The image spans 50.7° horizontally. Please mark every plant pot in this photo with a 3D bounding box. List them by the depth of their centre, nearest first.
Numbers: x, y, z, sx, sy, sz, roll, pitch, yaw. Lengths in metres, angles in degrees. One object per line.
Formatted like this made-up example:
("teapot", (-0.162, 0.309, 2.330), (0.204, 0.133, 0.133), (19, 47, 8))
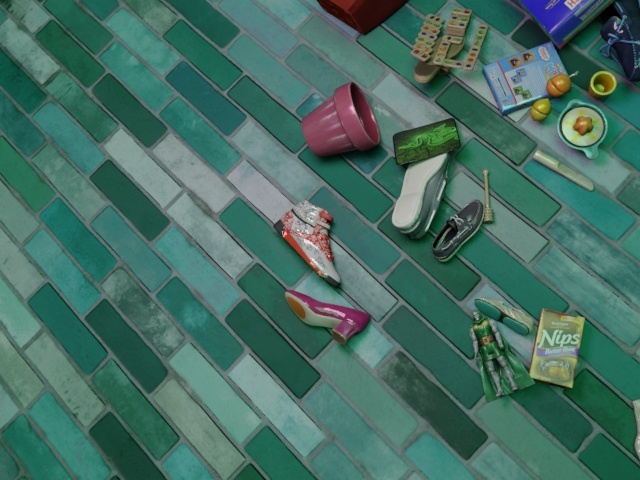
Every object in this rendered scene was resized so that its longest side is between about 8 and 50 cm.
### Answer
("plant pot", (0.052, -0.334, 1.967), (0.180, 0.201, 0.201), (-22, 71, 20))
("plant pot", (0.111, -0.797, 2.058), (0.267, 0.267, 0.236), (39, 97, 18))

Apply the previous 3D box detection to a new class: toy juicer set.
("toy juicer set", (0.684, -0.319, 1.868), (0.209, 0.089, 0.329), (12, 84, 8))

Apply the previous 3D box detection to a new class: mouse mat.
("mouse mat", (0.303, -0.287, 1.947), (0.189, 0.007, 0.153), (-13, 43, 12))

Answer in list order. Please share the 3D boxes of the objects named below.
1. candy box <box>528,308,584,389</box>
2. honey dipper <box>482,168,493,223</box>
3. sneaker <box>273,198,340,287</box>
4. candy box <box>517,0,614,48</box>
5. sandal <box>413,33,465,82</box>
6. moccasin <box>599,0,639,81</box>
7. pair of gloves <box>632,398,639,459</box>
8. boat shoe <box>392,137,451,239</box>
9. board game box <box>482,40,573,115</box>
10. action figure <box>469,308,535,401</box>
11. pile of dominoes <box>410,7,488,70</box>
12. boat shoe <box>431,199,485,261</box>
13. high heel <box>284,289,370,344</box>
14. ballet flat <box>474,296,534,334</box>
("candy box", (0.609, 0.280, 1.748), (0.109, 0.053, 0.187), (12, 75, 14))
("honey dipper", (0.471, -0.127, 1.904), (0.030, 0.030, 0.161), (-1, 72, 11))
("sneaker", (-0.001, -0.001, 1.924), (0.145, 0.090, 0.270), (-44, 69, -1))
("candy box", (0.688, -0.763, 1.932), (0.268, 0.122, 0.317), (-41, 60, 23))
("sandal", (0.348, -0.523, 2.013), (0.088, 0.079, 0.240), (27, 57, 23))
("moccasin", (0.849, -0.591, 1.923), (0.116, 0.138, 0.342), (1, 61, -1))
("pair of gloves", (0.890, 0.486, 1.640), (0.240, 0.042, 0.204), (-1, 74, 11))
("boat shoe", (0.302, -0.148, 1.920), (0.116, 0.099, 0.320), (0, 57, 47))
("board game box", (0.603, -0.473, 1.973), (0.211, 0.039, 0.160), (-20, 72, 5))
("action figure", (0.447, 0.288, 1.768), (0.137, 0.063, 0.232), (-28, 65, 22))
("pile of dominoes", (0.382, -0.605, 2.000), (0.195, 0.040, 0.251), (14, 52, 14))
("boat shoe", (0.379, -0.036, 1.865), (0.206, 0.065, 0.075), (-52, 47, -5))
("high heel", (0.017, 0.188, 1.888), (0.244, 0.082, 0.117), (28, 49, 31))
("ballet flat", (0.491, 0.193, 1.803), (0.168, 0.057, 0.052), (32, 54, 14))
